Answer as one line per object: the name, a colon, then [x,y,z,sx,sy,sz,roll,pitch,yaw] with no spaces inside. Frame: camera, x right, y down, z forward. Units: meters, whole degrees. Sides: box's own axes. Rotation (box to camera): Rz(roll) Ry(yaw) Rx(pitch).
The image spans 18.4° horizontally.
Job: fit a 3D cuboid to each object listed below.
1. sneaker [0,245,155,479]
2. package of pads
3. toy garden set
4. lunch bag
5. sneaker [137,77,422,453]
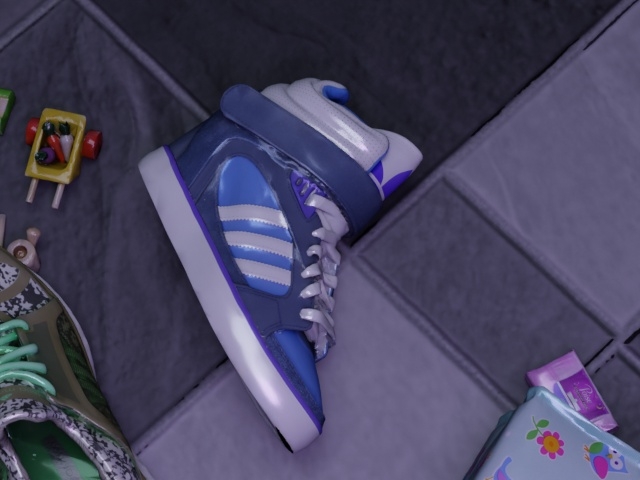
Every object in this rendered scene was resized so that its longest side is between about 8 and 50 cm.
sneaker: [-0.245,0.136,1.658,0.158,0.182,0.410,-34,74,-11]
package of pads: [0.219,0.141,1.721,0.050,0.032,0.083,-26,69,-6]
toy garden set: [-0.327,-0.037,1.808,0.203,0.049,0.244,13,69,8]
lunch bag: [0.217,0.284,1.600,0.262,0.160,0.223,34,69,3]
sneaker: [0.000,0.000,1.734,0.236,0.130,0.323,-26,64,-3]
